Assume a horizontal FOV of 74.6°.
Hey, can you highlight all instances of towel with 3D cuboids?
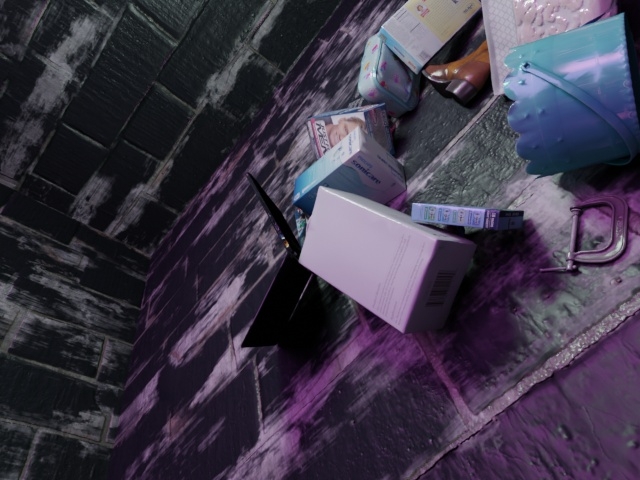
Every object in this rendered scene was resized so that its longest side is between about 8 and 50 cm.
[{"bbox_3d":[0.501,-0.498,0.949,0.053,0.332,0.317,-26,23,-19],"label":"towel"}]

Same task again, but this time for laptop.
[{"bbox_3d":[-0.169,0.079,1.270,0.236,0.382,0.408,-30,75,0],"label":"laptop"}]

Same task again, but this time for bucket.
[{"bbox_3d":[0.479,-0.259,0.783,0.182,0.281,0.282,-8,55,42],"label":"bucket"}]

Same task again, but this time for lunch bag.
[{"bbox_3d":[0.255,-0.586,1.467,0.107,0.223,0.280,-18,53,55],"label":"lunch bag"}]

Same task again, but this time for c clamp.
[{"bbox_3d":[0.490,-0.014,0.780,0.137,0.022,0.161,-2,62,56],"label":"c clamp"}]

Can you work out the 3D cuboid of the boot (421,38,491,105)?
[{"bbox_3d":[0.462,-0.564,1.264,0.280,0.096,0.264,-47,28,14],"label":"boot"}]

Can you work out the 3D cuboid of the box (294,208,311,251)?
[{"bbox_3d":[0.000,0.000,1.350,0.044,0.159,0.233,-43,33,21],"label":"box"}]

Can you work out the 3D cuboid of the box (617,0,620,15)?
[{"bbox_3d":[0.624,-0.643,0.982,0.057,0.201,0.294,-15,48,29],"label":"box"}]

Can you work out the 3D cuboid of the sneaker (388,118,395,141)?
[{"bbox_3d":[0.230,-0.379,1.487,0.057,0.047,0.120,-36,34,53],"label":"sneaker"}]

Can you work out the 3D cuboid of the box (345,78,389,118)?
[{"bbox_3d":[0.192,-0.521,1.610,0.184,0.103,0.262,-6,57,59],"label":"box"}]

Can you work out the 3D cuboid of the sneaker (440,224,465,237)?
[{"bbox_3d":[0.253,0.018,1.033,0.221,0.087,0.083,-34,38,35],"label":"sneaker"}]

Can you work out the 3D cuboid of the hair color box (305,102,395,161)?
[{"bbox_3d":[0.095,-0.374,1.499,0.105,0.174,0.347,-28,24,-28],"label":"hair color box"}]

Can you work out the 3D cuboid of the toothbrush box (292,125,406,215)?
[{"bbox_3d":[0.088,-0.178,1.331,0.295,0.216,0.126,-35,37,35],"label":"toothbrush box"}]

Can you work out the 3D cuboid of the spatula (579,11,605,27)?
[{"bbox_3d":[0.501,-0.369,0.930,0.084,0.296,0.030,-30,71,-14],"label":"spatula"}]

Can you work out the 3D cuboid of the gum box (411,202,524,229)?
[{"bbox_3d":[0.314,-0.053,0.900,0.184,0.156,0.041,9,99,41],"label":"gum box"}]

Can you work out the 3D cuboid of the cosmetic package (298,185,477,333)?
[{"bbox_3d":[0.132,0.030,0.993,0.384,0.156,0.218,33,111,46],"label":"cosmetic package"}]

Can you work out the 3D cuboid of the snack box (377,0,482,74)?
[{"bbox_3d":[0.364,-0.727,1.389,0.322,0.187,0.060,-46,0,-10],"label":"snack box"}]
